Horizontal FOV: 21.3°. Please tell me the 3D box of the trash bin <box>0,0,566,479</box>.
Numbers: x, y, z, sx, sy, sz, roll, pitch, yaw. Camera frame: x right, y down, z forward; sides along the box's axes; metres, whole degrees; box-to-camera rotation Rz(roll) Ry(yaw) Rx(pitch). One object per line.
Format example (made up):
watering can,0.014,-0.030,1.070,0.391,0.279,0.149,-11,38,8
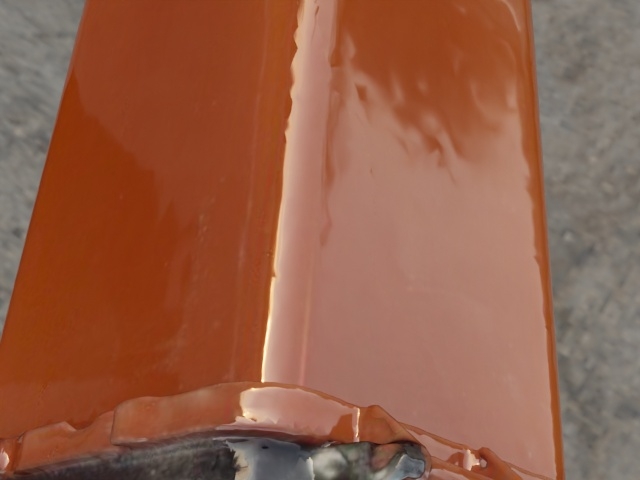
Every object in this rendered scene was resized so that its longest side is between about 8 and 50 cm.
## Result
trash bin,0.000,0.000,0.523,0.161,0.184,0.238,25,62,-40
